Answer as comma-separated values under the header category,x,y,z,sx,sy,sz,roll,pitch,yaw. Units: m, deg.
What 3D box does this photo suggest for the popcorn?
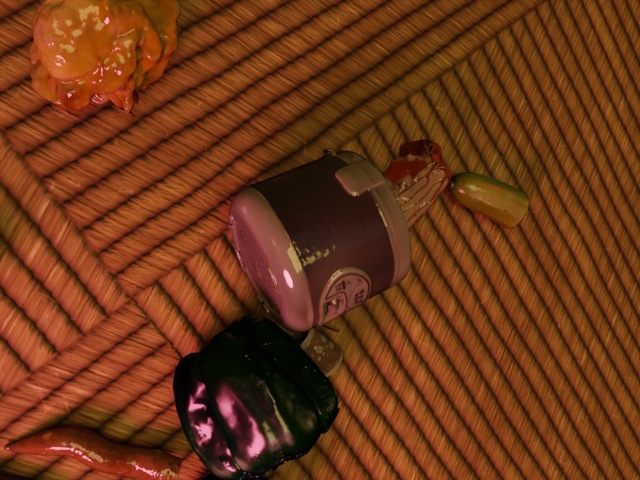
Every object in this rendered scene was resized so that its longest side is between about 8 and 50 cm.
category,x,y,z,sx,sy,sz,roll,pitch,yaw
popcorn,-0.347,-0.317,0.794,0.191,0.190,0.254,34,83,-12

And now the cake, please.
category,x,y,z,sx,sy,sz,roll,pitch,yaw
cake,0.171,-0.087,1.049,0.098,0.135,0.287,32,88,-33

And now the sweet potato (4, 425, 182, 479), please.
category,x,y,z,sx,sy,sz,roll,pitch,yaw
sweet potato,-0.381,0.362,0.859,0.281,0.067,0.059,24,45,-15

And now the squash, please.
category,x,y,z,sx,sy,sz,roll,pitch,yaw
squash,0.372,-0.104,1.134,0.188,0.095,0.095,22,83,-20

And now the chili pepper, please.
category,x,y,z,sx,sy,sz,roll,pitch,yaw
chili pepper,-0.116,0.267,0.866,0.257,0.248,0.233,56,34,5

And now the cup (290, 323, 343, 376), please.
category,x,y,z,sx,sy,sz,roll,pitch,yaw
cup,-0.009,0.212,1.008,0.099,0.102,0.074,41,115,-19

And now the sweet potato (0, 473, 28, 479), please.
category,x,y,z,sx,sy,sz,roll,pitch,yaw
sweet potato,-0.485,0.430,0.822,0.249,0.059,0.069,48,37,-3

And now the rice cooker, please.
category,x,y,z,sx,sy,sz,roll,pitch,yaw
rice cooker,0.003,0.000,0.896,0.277,0.288,0.288,-24,99,-21

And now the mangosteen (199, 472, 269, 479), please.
category,x,y,z,sx,sy,sz,roll,pitch,yaw
mangosteen,-0.163,0.524,0.895,0.194,0.194,0.231,14,111,-21
